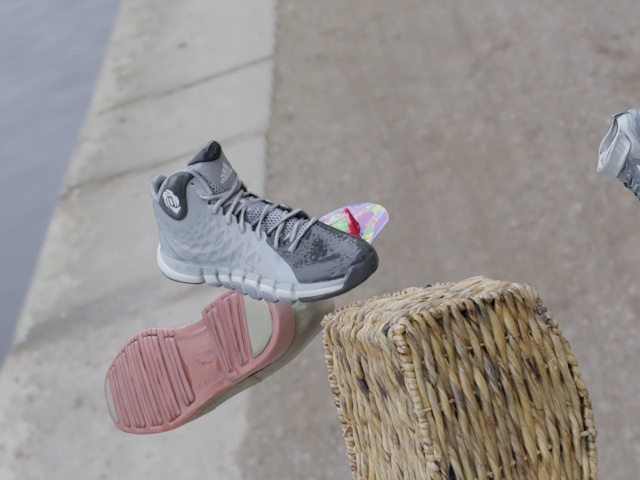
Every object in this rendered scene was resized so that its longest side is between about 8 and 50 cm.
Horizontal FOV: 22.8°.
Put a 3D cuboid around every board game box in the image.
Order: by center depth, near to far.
[{"bbox_3d":[0.000,0.000,1.839,0.133,0.033,0.169,-3,40,48],"label":"board game box"}]

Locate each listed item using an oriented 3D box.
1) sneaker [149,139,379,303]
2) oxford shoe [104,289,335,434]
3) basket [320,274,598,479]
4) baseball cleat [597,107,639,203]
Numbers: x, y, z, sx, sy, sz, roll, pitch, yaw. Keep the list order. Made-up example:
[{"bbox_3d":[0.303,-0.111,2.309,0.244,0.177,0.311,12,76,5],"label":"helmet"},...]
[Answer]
[{"bbox_3d":[-0.063,-0.023,1.392,0.228,0.132,0.086,4,31,31],"label":"sneaker"},{"bbox_3d":[-0.138,0.164,2.117,0.146,0.141,0.397,-4,-16,-46],"label":"oxford shoe"},{"bbox_3d":[0.156,0.194,1.737,0.213,0.299,0.223,-16,4,-22],"label":"basket"},{"bbox_3d":[0.430,-0.074,2.135,0.109,0.206,0.072,-11,-2,-8],"label":"baseball cleat"}]
